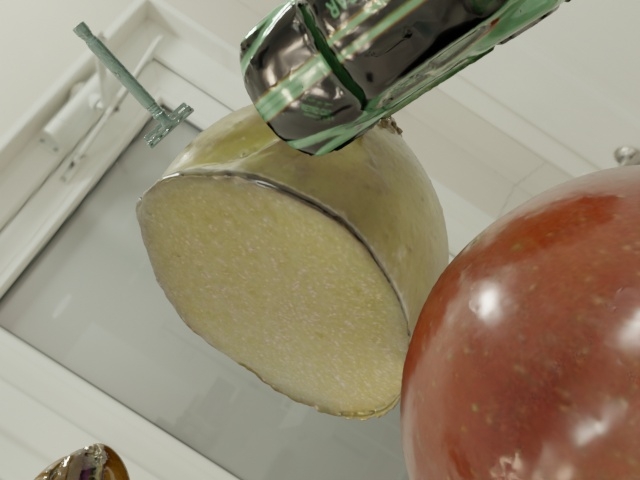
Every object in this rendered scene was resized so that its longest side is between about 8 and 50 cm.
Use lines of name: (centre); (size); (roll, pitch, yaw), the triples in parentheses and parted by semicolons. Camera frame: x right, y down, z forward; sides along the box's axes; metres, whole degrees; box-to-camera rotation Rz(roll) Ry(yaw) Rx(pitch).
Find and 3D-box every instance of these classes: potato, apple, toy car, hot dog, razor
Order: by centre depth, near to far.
apple: (0.222, 0.123, 0.405); (0.348, 0.348, 0.277); (-56, 7, 12)
hot dog: (-0.183, 0.208, 0.443); (0.140, 0.089, 0.060); (-89, -12, -52)
toy car: (0.046, -0.170, 0.488); (0.305, 0.136, 0.125); (-28, 11, 33)
potato: (0.000, 0.000, 0.883); (0.319, 0.385, 0.442); (-53, -41, -40)
razor: (-0.338, -0.279, 1.082); (0.106, 0.232, 0.068); (-44, 28, -3)
